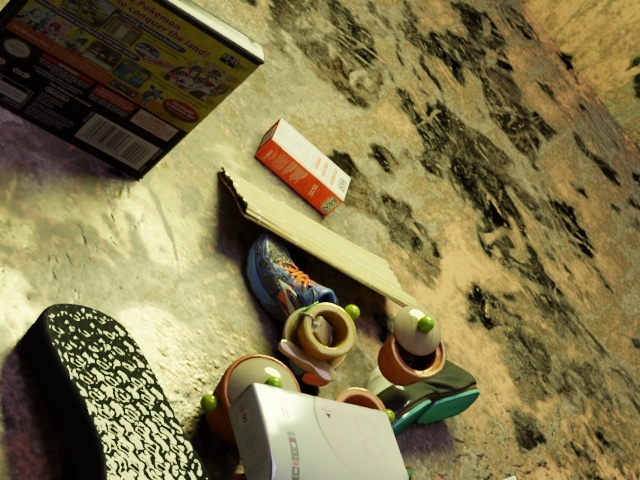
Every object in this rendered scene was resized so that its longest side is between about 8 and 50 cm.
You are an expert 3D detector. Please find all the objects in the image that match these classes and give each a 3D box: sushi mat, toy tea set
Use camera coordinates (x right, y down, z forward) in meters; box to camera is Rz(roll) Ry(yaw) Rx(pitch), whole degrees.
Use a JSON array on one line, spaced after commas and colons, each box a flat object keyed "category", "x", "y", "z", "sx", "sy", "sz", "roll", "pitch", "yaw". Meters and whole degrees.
[{"category": "sushi mat", "x": 0.000, "y": 0.000, "z": 1.869, "sx": 0.316, "sy": 0.019, "sz": 0.151, "roll": 30, "pitch": 12, "yaw": -30}, {"category": "toy tea set", "x": 0.018, "y": 0.163, "z": 1.555, "sx": 0.200, "sy": 0.124, "sz": 0.336, "roll": 46, "pitch": 54, "yaw": 1}]

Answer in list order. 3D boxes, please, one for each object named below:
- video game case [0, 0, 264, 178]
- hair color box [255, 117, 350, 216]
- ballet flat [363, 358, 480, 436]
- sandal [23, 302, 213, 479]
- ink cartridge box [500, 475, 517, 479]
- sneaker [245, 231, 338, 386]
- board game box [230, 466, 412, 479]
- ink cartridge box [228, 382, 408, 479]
[{"category": "video game case", "x": -0.248, "y": -0.210, "z": 1.593, "sx": 0.275, "sy": 0.248, "sz": 0.035, "roll": 29, "pitch": 38, "yaw": -32}, {"category": "hair color box", "x": -0.025, "y": -0.107, "z": 1.978, "sx": 0.141, "sy": 0.043, "sz": 0.072, "roll": 40, "pitch": 31, "yaw": -14}, {"category": "ballet flat", "x": 0.111, "y": 0.205, "z": 1.771, "sx": 0.096, "sy": 0.095, "sz": 0.280, "roll": 49, "pitch": 23, "yaw": 18}, {"category": "sandal", "x": -0.192, "y": 0.249, "z": 1.328, "sx": 0.168, "sy": 0.107, "sz": 0.445, "roll": 19, "pitch": 29, "yaw": -39}, {"category": "ink cartridge box", "x": 0.246, "y": 0.410, "z": 1.670, "sx": 0.139, "sy": 0.082, "sz": 0.190, "roll": 60, "pitch": 9, "yaw": -55}, {"category": "sneaker", "x": -0.020, "y": 0.076, "z": 1.733, "sx": 0.083, "sy": 0.087, "sz": 0.221, "roll": 6, "pitch": 48, "yaw": -52}, {"category": "board game box", "x": 0.000, "y": 0.323, "z": 1.471, "sx": 0.281, "sy": 0.027, "sz": 0.145, "roll": 8, "pitch": 89, "yaw": -49}, {"category": "ink cartridge box", "x": 0.016, "y": 0.264, "z": 1.383, "sx": 0.189, "sy": 0.066, "sz": 0.232, "roll": 18, "pitch": 33, "yaw": -36}]
